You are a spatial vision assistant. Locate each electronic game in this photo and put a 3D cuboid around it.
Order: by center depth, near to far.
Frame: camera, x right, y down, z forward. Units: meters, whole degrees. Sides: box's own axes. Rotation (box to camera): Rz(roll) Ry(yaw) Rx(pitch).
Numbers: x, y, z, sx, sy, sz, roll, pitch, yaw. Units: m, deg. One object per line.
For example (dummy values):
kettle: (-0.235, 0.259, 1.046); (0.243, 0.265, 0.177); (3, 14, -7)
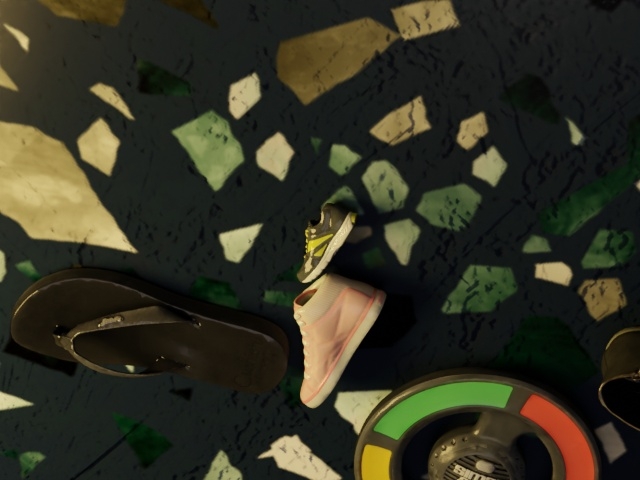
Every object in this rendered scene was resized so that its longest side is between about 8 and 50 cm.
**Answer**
electronic game: (0.145, 0.212, 1.481); (0.229, 0.048, 0.229); (3, 122, 5)

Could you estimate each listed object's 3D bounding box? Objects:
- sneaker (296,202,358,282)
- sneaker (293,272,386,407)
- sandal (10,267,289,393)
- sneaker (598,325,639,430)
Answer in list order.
sneaker: (0.000, 0.000, 1.379); (0.035, 0.031, 0.083); (36, 116, 0)
sneaker: (-0.002, 0.084, 1.418); (0.070, 0.051, 0.134); (26, 118, -8)
sandal: (-0.155, 0.086, 1.434); (0.255, 0.054, 0.097); (9, 123, 1)
sneaker: (0.344, 0.128, 1.339); (0.222, 0.118, 0.083); (1, 106, 16)
